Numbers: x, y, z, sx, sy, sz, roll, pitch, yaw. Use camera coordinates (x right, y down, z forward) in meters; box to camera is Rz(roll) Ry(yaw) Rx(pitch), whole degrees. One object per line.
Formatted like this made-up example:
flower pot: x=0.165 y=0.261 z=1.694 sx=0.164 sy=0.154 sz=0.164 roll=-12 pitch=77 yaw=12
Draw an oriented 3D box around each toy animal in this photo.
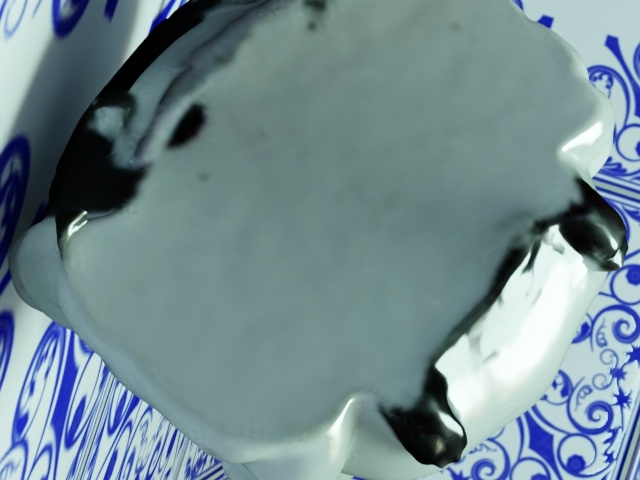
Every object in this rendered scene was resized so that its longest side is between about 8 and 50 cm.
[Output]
toy animal: x=0.000 y=0.000 z=0.664 sx=0.208 sy=0.204 sz=0.156 roll=-48 pitch=172 yaw=-19
